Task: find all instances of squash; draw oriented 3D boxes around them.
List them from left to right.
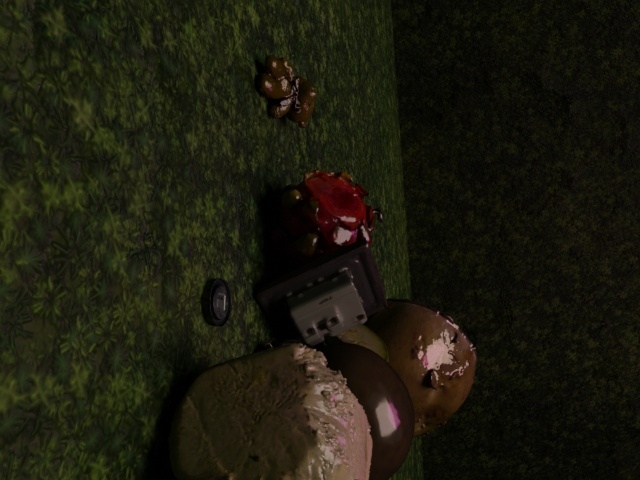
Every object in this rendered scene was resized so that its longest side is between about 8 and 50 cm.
[{"bbox_3d":[0.074,0.292,1.539,0.204,0.237,0.155,-5,124,-56],"label":"squash"}]

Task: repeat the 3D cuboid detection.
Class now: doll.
[{"bbox_3d":[-0.068,-0.336,1.344,0.209,0.097,0.137,14,80,-67],"label":"doll"}]

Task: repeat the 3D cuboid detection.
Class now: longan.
[{"bbox_3d":[0.055,0.384,1.299,0.319,0.319,0.319,-3,90,-73],"label":"longan"}]

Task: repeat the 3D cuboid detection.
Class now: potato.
[{"bbox_3d":[0.244,0.425,1.782,0.442,0.385,0.319,58,46,-38],"label":"potato"}]

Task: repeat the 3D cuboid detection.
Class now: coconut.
[{"bbox_3d":[-0.056,0.327,0.931,0.309,0.297,0.297,68,25,-47],"label":"coconut"}]

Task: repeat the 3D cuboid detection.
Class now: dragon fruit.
[{"bbox_3d":[0.009,-0.002,1.336,0.227,0.243,0.307,-30,101,-28],"label":"dragon fruit"}]

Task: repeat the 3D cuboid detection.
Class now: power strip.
[{"bbox_3d":[0.018,0.141,1.277,0.092,0.257,0.251,-115,-179,-47],"label":"power strip"}]

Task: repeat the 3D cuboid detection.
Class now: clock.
[{"bbox_3d":[-0.177,0.106,1.030,0.085,0.017,0.085,-3,90,-73],"label":"clock"}]

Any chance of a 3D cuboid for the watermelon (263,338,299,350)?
[{"bbox_3d":[-0.076,0.243,1.199,0.133,0.105,0.105,58,32,-43],"label":"watermelon"}]
